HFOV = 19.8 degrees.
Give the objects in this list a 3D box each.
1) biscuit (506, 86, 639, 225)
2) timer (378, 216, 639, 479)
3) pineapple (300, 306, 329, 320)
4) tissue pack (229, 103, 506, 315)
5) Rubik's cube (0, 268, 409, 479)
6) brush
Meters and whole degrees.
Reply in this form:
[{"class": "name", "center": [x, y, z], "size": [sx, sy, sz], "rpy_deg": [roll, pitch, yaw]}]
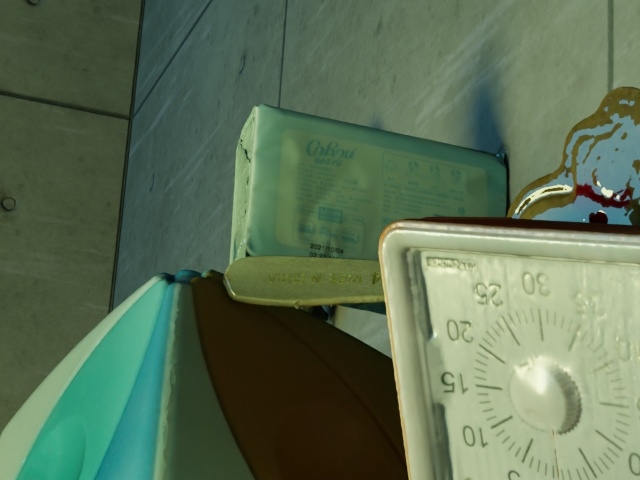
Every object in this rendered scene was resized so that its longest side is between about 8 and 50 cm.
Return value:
[{"class": "biscuit", "center": [0.206, 0.034, 1.437], "size": [0.320, 0.047, 0.183], "rpy_deg": [-54, 52, 23]}, {"class": "timer", "center": [0.183, 0.111, 1.321], "size": [0.257, 0.161, 0.250], "rpy_deg": [4, 94, 40]}, {"class": "pineapple", "center": [-0.001, -0.001, 2.170], "size": [0.128, 0.128, 0.248], "rpy_deg": [-108, 27, -56]}, {"class": "tissue pack", "center": [0.047, -0.018, 1.771], "size": [0.089, 0.263, 0.177], "rpy_deg": [126, 151, -60]}, {"class": "Rubik's cube", "center": [-0.091, 0.279, 1.617], "size": [0.351, 0.352, 0.347], "rpy_deg": [-39, 35, 36]}, {"class": "brush", "center": [0.084, 0.034, 1.537], "size": [0.020, 0.336, 0.085], "rpy_deg": [79, -169, -63]}]
